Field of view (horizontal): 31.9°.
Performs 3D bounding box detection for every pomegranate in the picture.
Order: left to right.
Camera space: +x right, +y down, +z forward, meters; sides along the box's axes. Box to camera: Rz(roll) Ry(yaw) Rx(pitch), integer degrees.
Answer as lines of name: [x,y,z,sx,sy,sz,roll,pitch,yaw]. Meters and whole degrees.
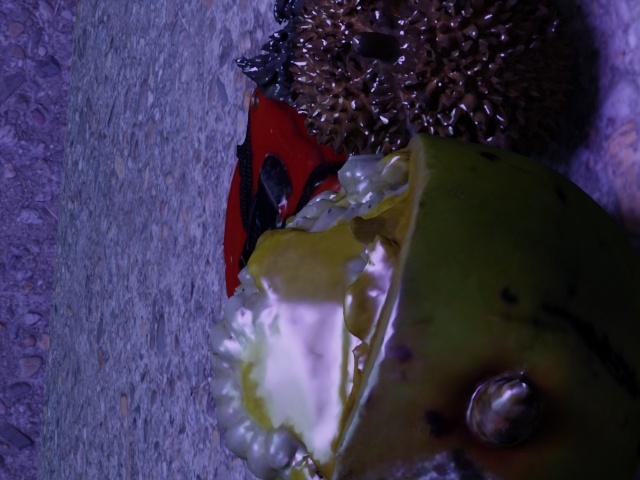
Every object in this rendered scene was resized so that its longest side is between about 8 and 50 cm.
pomegranate: [0.069,0.067,0.668,0.341,0.260,0.261,-52,-31,-80]

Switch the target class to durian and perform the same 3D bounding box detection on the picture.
durian: [0.064,-0.119,0.716,0.196,0.196,0.167,-10,90,65]

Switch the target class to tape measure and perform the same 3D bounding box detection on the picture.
tape measure: [0.000,0.000,0.952,0.253,0.114,0.260,-123,43,-53]

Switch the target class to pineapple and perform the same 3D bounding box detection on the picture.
pineapple: [0.011,-0.194,0.894,0.198,0.108,0.108,-54,32,8]
